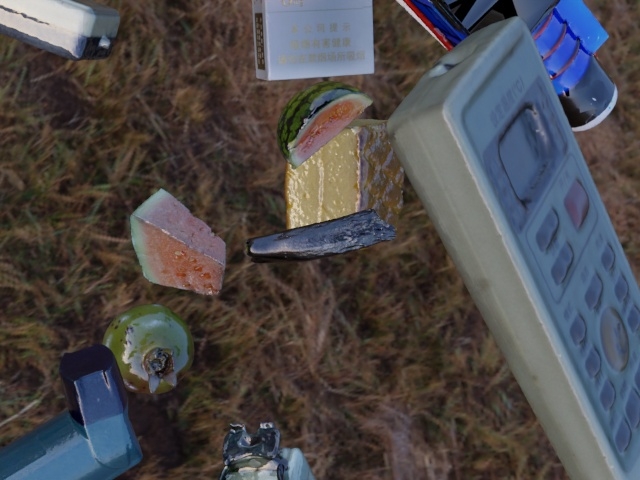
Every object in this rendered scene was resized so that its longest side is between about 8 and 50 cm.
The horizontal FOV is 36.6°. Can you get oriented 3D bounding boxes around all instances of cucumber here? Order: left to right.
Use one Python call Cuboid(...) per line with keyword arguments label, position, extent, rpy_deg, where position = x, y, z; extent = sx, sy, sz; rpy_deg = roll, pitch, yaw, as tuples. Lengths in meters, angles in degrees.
Cuboid(label="cucumber", position=(0.000, 0.001, 0.873), extent=(0.033, 0.134, 0.034), rpy_deg=(77, -4, -47))

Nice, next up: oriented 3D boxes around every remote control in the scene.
Cuboid(label="remote control", position=(0.131, 0.032, 0.493), extent=(0.123, 0.038, 0.285), rpy_deg=(-46, 113, -47))

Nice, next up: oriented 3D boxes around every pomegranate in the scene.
Cuboid(label="pomegranate", position=(-0.227, 0.157, 1.343), extent=(0.129, 0.159, 0.129), rpy_deg=(-21, 122, -40))

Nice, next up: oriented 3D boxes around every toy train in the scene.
Cuboid(label="toy train", position=(0.124, -0.147, 0.646), extent=(0.083, 0.131, 0.204), rpy_deg=(-49, 123, 4))

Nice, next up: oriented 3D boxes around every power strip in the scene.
Cuboid(label="power strip", position=(-0.358, -0.277, 1.120), extent=(0.256, 0.070, 0.105), rpy_deg=(22, 16, 3))

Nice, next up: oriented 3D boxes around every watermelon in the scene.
Cuboid(label="watermelon", position=(-0.293, 0.025, 2.184), extent=(0.140, 0.256, 0.193), rpy_deg=(-45, 146, -33))
Cuboid(label="watermelon", position=(-0.001, -0.187, 1.421), extent=(0.163, 0.069, 0.087), rpy_deg=(-42, 97, -9))

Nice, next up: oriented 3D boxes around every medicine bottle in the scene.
Cuboid(label="medicine bottle", position=(-0.285, 0.215, 0.929), extent=(0.258, 0.079, 0.124), rpy_deg=(-33, 117, -9))

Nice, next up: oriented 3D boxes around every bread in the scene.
Cuboid(label="bread", position=(0.058, -0.138, 2.223), extent=(0.279, 0.207, 0.279), rpy_deg=(-30, 121, -63))

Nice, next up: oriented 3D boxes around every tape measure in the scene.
Cuboid(label="tape measure", position=(-0.057, 0.341, 1.012), extent=(0.207, 0.115, 0.235), rpy_deg=(-78, 156, -43))

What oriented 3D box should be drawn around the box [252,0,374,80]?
Cuboid(label="box", position=(-0.012, -0.337, 1.271), extent=(0.155, 0.067, 0.243), rpy_deg=(-8, 105, -20))
